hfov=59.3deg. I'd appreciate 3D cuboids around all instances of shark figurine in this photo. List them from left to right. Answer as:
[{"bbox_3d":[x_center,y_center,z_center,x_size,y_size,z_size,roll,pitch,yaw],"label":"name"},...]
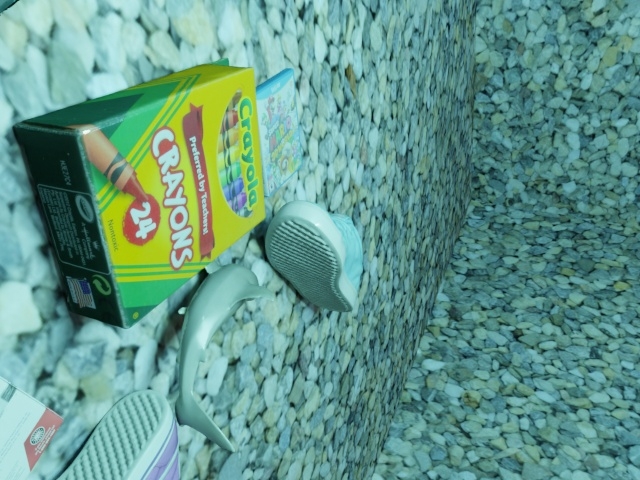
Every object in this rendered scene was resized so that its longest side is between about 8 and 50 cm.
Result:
[{"bbox_3d":[-0.116,0.102,0.712,0.278,0.116,0.166,-75,157,-48],"label":"shark figurine"}]

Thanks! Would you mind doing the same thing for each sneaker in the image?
[{"bbox_3d":[-0.237,0.318,0.602,0.282,0.102,0.161,-50,147,-48],"label":"sneaker"},{"bbox_3d":[0.000,0.000,0.982,0.366,0.135,0.150,73,28,-63],"label":"sneaker"}]

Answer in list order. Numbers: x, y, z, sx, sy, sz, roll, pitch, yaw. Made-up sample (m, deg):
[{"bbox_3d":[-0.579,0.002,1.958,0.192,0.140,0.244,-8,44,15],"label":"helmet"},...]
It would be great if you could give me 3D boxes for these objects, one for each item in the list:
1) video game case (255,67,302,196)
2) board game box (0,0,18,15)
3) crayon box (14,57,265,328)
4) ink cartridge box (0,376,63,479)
[{"bbox_3d":[-0.066,-0.167,0.870,0.119,0.015,0.166,-51,144,-47],"label":"video game case"},{"bbox_3d":[-0.164,-0.178,0.201,0.126,0.026,0.186,-62,154,-30],"label":"board game box"},{"bbox_3d":[-0.153,-0.077,0.628,0.318,0.081,0.202,-47,141,-52],"label":"crayon box"},{"bbox_3d":[-0.290,0.156,0.451,0.135,0.056,0.099,72,36,-50],"label":"ink cartridge box"}]
